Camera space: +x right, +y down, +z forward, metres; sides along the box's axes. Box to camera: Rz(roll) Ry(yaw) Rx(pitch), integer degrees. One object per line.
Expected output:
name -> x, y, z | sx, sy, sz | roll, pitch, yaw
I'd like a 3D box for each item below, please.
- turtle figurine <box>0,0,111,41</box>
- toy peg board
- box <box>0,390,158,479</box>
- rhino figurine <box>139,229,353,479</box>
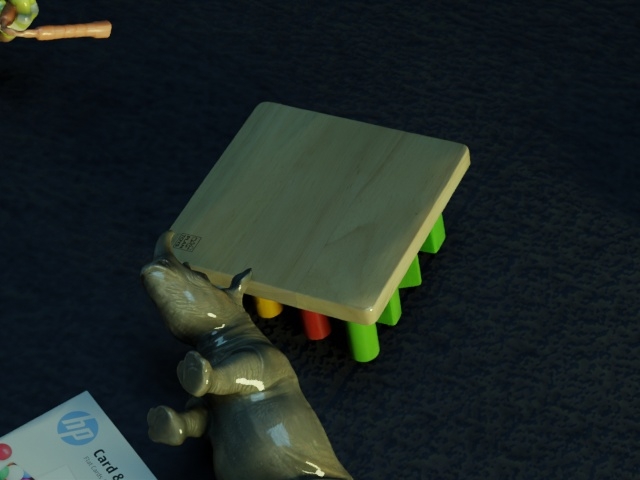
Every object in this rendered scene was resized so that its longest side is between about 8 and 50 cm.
turtle figurine -> -0.298, -0.158, 1.333 | 0.269, 0.087, 0.217 | -19, 58, -11
toy peg board -> 0.000, 0.000, 1.267 | 0.160, 0.079, 0.161 | 14, 49, 24
box -> -0.175, 0.189, 1.102 | 0.186, 0.038, 0.145 | -27, 60, -27
rhino figurine -> -0.051, 0.098, 1.142 | 0.106, 0.073, 0.243 | 4, 53, -50
